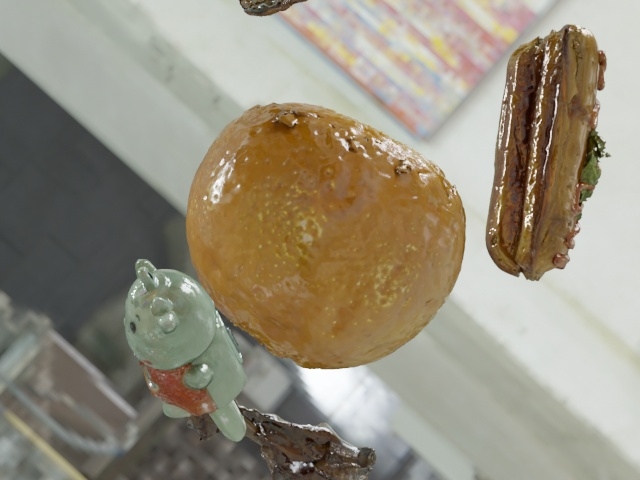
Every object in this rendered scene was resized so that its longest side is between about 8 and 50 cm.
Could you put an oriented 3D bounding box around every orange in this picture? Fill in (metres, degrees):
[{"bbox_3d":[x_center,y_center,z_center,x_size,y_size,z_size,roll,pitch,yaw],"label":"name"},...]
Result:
[{"bbox_3d":[0.000,0.000,2.114,0.340,0.341,0.293,35,-100,-87],"label":"orange"}]

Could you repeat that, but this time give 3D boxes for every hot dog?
[{"bbox_3d":[0.310,-0.116,2.369,0.158,0.117,0.348,-13,68,62],"label":"hot dog"}]

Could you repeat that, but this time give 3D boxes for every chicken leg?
[{"bbox_3d":[-0.059,0.258,2.282,0.093,0.304,0.113,-8,54,53],"label":"chicken leg"}]

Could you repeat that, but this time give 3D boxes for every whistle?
[{"bbox_3d":[-0.129,0.111,1.739,0.253,0.106,0.101,63,-151,-44],"label":"whistle"}]

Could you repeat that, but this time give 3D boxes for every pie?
[{"bbox_3d":[-0.050,-0.280,1.942,0.088,0.033,0.191,-36,22,4],"label":"pie"}]
